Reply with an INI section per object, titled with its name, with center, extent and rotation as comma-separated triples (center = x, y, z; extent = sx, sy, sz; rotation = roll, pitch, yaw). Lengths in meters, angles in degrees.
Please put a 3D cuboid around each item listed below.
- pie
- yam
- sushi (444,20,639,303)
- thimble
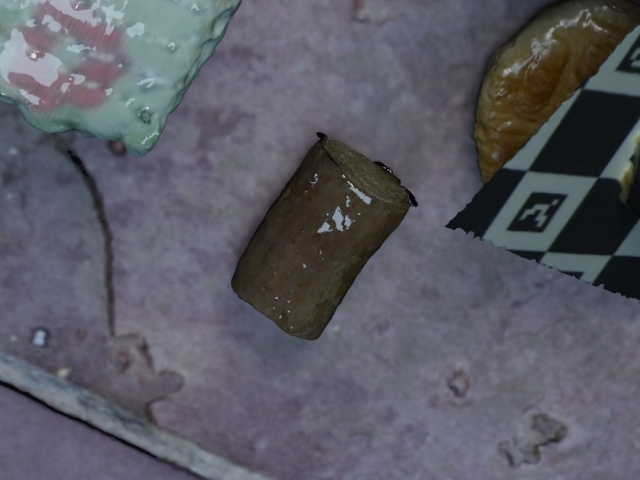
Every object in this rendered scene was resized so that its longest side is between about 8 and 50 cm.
[pie]
center = 0.193, -0.072, 1.209
extent = 0.195, 0.046, 0.195
rotation = -1, 114, -3
[yam]
center = -0.001, 0.000, 1.217
extent = 0.084, 0.084, 0.127
rotation = 29, 108, -16
[sushi]
center = 0.294, -0.065, 1.116
extent = 0.339, 0.069, 0.320
rotation = -47, 142, 17
[thimble]
center = -0.144, -0.158, 1.065
extent = 0.211, 0.185, 0.149
rotation = 39, 110, 18
